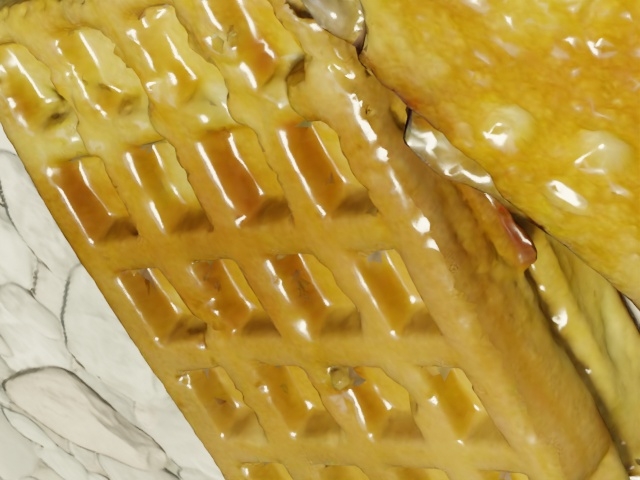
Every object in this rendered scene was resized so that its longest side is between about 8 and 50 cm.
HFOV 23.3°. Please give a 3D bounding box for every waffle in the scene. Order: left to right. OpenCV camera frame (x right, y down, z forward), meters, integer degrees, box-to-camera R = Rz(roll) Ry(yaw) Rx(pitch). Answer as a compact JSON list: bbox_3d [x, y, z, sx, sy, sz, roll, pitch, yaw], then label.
[{"bbox_3d":[0.000,0.000,0.668,0.224,0.098,0.327,-5,128,40],"label":"waffle"}]

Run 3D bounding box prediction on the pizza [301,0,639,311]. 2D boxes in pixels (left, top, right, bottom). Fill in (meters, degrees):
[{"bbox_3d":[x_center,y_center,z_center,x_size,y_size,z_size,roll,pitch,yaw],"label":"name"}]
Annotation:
[{"bbox_3d":[0.133,-0.076,0.456,0.278,0.114,0.409,5,132,35],"label":"pizza"}]
